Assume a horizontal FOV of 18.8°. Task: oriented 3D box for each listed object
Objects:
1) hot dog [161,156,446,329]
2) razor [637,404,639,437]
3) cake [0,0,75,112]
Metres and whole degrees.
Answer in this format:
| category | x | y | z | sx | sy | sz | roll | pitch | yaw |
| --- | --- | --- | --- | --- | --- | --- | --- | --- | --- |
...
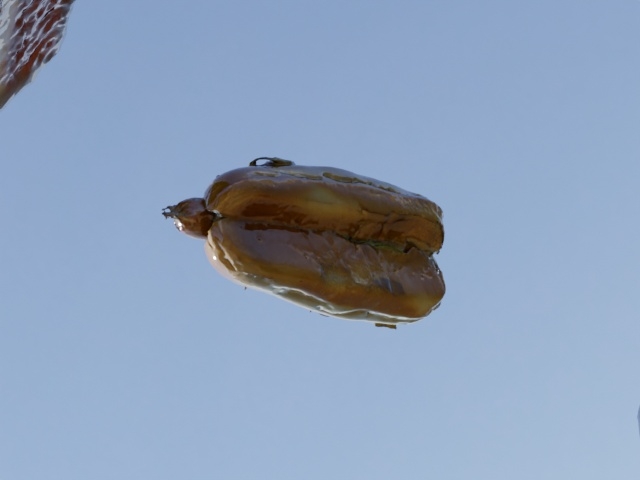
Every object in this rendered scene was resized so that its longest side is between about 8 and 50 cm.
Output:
| category | x | y | z | sx | sy | sz | roll | pitch | yaw |
| --- | --- | --- | --- | --- | --- | --- | --- | --- | --- |
| hot dog | 0.000 | 0.000 | 1.413 | 0.269 | 0.072 | 0.109 | 13 | -106 | -42 |
| razor | 0.199 | 0.140 | 0.961 | 0.054 | 0.148 | 0.090 | -20 | -42 | 0 |
| cake | -0.297 | -0.210 | 1.361 | 0.237 | 0.230 | 0.309 | -50 | -8 | -34 |
